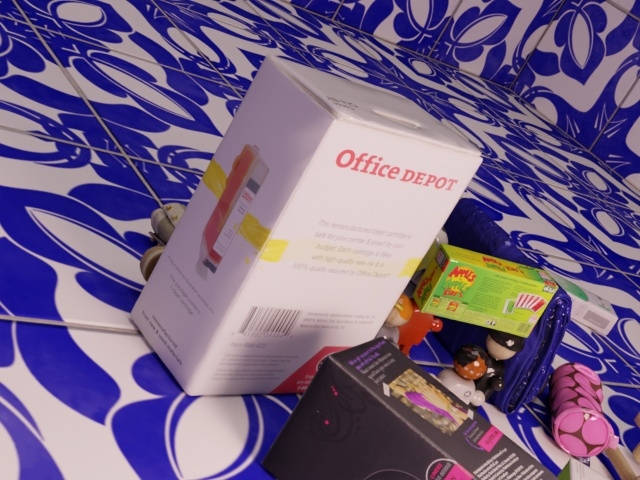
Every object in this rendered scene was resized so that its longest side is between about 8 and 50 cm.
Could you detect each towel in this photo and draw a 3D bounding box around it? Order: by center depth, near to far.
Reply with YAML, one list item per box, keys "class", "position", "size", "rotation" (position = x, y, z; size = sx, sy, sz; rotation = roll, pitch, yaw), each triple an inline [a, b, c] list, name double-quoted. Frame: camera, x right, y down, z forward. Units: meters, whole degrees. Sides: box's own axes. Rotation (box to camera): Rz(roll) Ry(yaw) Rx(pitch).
- class: "towel"
  position: [0.273, 0.097, 1.738]
  size: [0.076, 0.228, 0.308]
  rotation: [4, 30, -31]

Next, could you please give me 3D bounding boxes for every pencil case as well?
- class: "pencil case"
  position: [0.413, 0.268, 1.731]
  size: [0.098, 0.095, 0.209]
  rotation: [7, 18, 7]

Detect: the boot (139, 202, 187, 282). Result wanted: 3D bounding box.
- class: "boot"
  position: [-0.197, 0.011, 1.514]
  size: [0.213, 0.077, 0.165]
  rotation: [12, 27, -52]

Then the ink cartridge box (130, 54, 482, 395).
- class: "ink cartridge box"
  position: [-0.017, -0.005, 1.349]
  size: [0.279, 0.385, 0.160]
  rotation: [9, 29, -46]

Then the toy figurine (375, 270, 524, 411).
- class: "toy figurine"
  position: [0.170, 0.152, 1.581]
  size: [0.213, 0.148, 0.209]
  rotation: [38, 21, 20]

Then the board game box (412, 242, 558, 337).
- class: "board game box"
  position: [0.231, 0.071, 1.528]
  size: [0.181, 0.092, 0.043]
  rotation: [14, 26, -24]

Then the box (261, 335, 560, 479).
- class: "box"
  position: [0.098, 0.257, 1.206]
  size: [0.270, 0.165, 0.143]
  rotation: [38, 21, 21]

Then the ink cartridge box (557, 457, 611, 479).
- class: "ink cartridge box"
  position: [0.292, 0.346, 1.364]
  size: [0.255, 0.097, 0.189]
  rotation: [32, 20, 1]

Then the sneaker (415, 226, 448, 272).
- class: "sneaker"
  position: [0.000, 0.000, 1.650]
  size: [0.384, 0.145, 0.147]
  rotation: [7, 29, 21]

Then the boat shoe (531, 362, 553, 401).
- class: "boat shoe"
  position: [0.364, 0.170, 1.883]
  size: [0.112, 0.095, 0.335]
  rotation: [30, 20, 1]

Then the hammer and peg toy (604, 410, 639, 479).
- class: "hammer and peg toy"
  position: [0.598, 0.357, 1.687]
  size: [0.361, 0.127, 0.266]
  rotation: [17, 26, -25]

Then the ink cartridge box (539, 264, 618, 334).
- class: "ink cartridge box"
  position: [0.530, 0.099, 2.351]
  size: [0.181, 0.056, 0.225]
  rotation: [27, 22, -10]

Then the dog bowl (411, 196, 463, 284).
- class: "dog bowl"
  position: [0.192, -0.035, 1.977]
  size: [0.265, 0.104, 0.265]
  rotation: [47, 22, -26]
